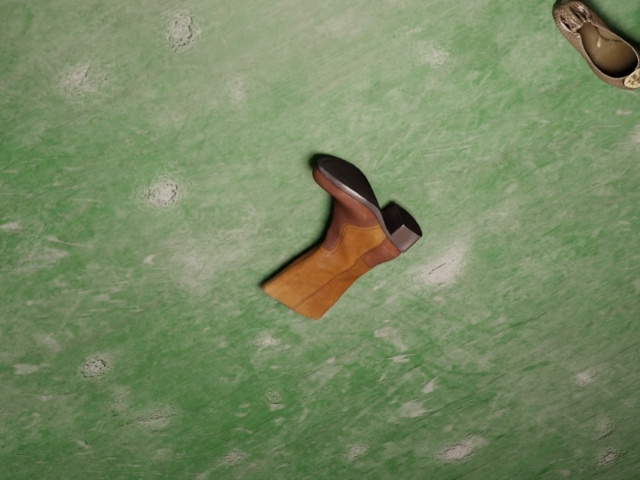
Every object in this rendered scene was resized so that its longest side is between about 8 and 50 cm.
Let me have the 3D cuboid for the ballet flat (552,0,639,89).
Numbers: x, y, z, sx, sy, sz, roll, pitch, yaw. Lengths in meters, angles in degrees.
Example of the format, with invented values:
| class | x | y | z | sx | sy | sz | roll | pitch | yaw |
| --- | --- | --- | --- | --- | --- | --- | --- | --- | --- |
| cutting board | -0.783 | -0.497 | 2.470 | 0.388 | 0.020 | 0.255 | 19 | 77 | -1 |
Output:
| class | x | y | z | sx | sy | sz | roll | pitch | yaw |
| --- | --- | --- | --- | --- | --- | --- | --- | --- | --- |
| ballet flat | 0.485 | -0.328 | 1.867 | 0.084 | 0.058 | 0.250 | -44 | 125 | 17 |

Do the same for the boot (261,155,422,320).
| class | x | y | z | sx | sy | sz | roll | pitch | yaw |
| --- | --- | --- | --- | --- | --- | --- | --- | --- | --- |
| boot | 0.000 | 0.000 | 1.966 | 0.280 | 0.096 | 0.264 | -38 | 134 | 21 |
